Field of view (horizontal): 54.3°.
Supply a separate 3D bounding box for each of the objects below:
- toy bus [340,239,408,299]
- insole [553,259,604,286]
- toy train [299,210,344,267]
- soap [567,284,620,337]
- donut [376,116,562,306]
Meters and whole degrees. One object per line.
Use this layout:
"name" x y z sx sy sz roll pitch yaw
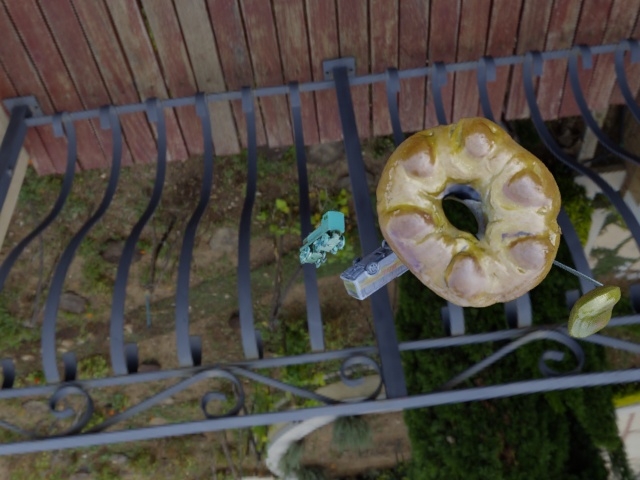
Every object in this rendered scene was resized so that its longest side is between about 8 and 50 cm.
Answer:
"toy bus" 0.135 0.054 1.362 0.190 0.064 0.075 -30 113 -25
"insole" 0.524 0.056 1.352 0.232 0.003 0.080 28 -178 11
"toy train" 0.000 0.000 0.726 0.029 0.045 0.092 9 158 -23
"soap" 0.482 0.125 1.105 0.089 0.045 0.140 -29 146 -8
"donut" 0.247 -0.046 1.070 0.299 0.317 0.150 -4 178 6
